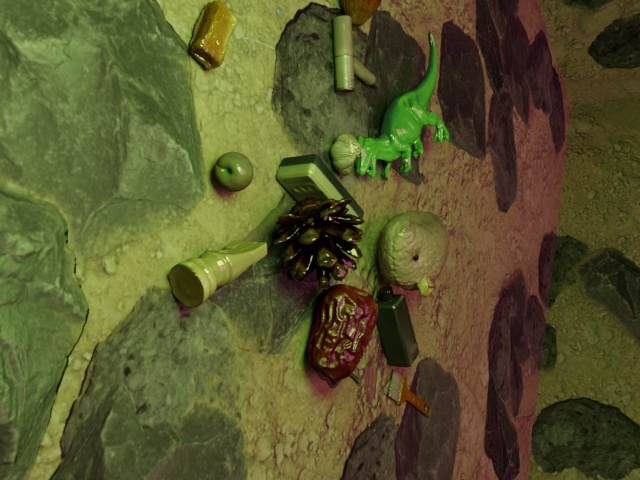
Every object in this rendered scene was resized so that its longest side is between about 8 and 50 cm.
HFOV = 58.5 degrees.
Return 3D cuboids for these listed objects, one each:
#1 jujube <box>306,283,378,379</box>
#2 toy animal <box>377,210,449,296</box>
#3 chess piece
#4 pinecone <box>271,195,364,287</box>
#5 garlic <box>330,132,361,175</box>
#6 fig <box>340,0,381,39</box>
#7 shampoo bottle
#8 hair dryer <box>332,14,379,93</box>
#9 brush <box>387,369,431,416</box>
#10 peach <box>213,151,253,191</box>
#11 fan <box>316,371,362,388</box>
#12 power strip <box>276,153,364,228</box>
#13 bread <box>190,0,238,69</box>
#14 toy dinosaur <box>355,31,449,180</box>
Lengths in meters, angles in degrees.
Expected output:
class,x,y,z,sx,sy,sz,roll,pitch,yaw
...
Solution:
class,x,y,z,sx,sy,sz,roll,pitch,yaw
jujube,0.048,0.220,1.392,0.155,0.155,0.230,41,65,-45
toy animal,0.272,0.029,1.668,0.358,0.188,0.227,-14,109,-55
chess piece,-0.191,0.048,1.111,0.200,0.090,0.090,-33,115,-49
pinecone,0.000,0.003,1.282,0.229,0.202,0.202,1,92,-66
garlic,0.063,-0.222,1.484,0.074,0.094,0.113,-14,110,-12
fig,0.115,-0.631,1.540,0.119,0.119,0.153,-48,127,-44
shampoo bottle,0.218,0.250,1.674,0.080,0.079,0.246,-40,120,-49
hair dryer,0.109,-0.494,1.578,0.220,0.053,0.195,-5,92,-55
brush,0.292,0.505,1.822,0.314,0.017,0.090,45,54,-45
peach,-0.174,-0.138,1.152,0.083,0.083,0.083,3,86,-54
fan,0.055,0.331,1.507,0.220,0.009,0.132,46,55,-41
power strip,0.007,-0.104,1.376,0.256,0.105,0.070,44,55,-44
bread,-0.212,-0.409,1.133,0.074,0.053,0.132,33,63,-44
toy dinosaur,0.218,-0.416,1.701,0.374,0.143,0.501,3,83,-42
